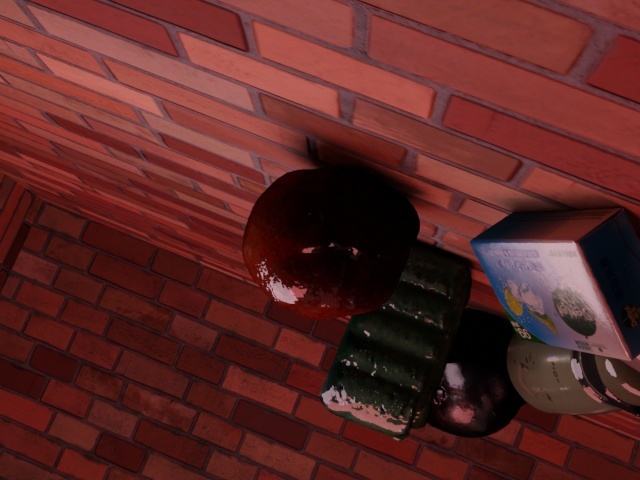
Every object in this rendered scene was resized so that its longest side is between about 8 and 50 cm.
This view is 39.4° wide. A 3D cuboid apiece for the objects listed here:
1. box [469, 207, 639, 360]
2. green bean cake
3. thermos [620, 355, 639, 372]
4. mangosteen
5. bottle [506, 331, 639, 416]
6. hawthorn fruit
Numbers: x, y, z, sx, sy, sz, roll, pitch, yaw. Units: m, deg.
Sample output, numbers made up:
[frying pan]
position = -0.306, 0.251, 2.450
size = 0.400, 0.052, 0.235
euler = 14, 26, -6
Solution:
[box]
position = 0.263, 0.042, 0.956
size = 0.139, 0.073, 0.194
euler = 62, 161, -11
[green bean cake]
position = 0.136, 0.173, 1.493
size = 0.169, 0.300, 0.308
euler = 21, 170, 10
[thermos]
position = 0.361, 0.083, 1.090
size = 0.193, 0.105, 0.137
euler = 31, -167, 14
[mangosteen]
position = 0.317, 0.260, 1.852
size = 0.287, 0.287, 0.233
euler = 10, 136, 54
[bottle]
position = 0.404, 0.172, 1.288
size = 0.168, 0.168, 0.347
euler = 23, 168, -6
[hawthorn fruit]
position = 0.000, 0.000, 1.154
size = 0.215, 0.215, 0.249
euler = 25, 176, -16
